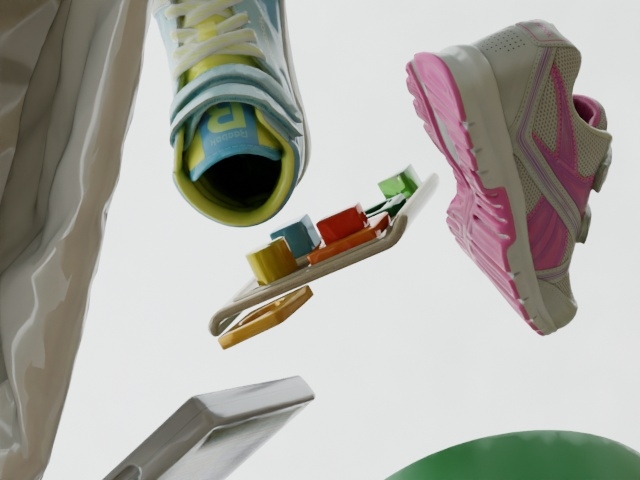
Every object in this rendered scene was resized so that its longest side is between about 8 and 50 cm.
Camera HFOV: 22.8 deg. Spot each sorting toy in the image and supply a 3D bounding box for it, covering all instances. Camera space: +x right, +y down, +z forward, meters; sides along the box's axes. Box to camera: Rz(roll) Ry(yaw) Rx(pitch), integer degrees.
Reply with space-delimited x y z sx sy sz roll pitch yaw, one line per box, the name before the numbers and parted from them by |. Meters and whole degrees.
sorting toy | 0.000 0.000 1.346 0.047 0.196 0.347 60 -161 -6

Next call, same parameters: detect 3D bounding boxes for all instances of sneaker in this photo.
sneaker | -0.082 -0.159 1.300 0.127 0.208 0.319 -17 -73 7
sneaker | 0.144 -0.038 1.037 0.111 0.103 0.252 -29 -45 -8

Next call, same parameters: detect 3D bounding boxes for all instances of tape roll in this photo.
tape roll | 0.163 0.296 1.375 0.321 0.077 0.321 -6 -47 -7

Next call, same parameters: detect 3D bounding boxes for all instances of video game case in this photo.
video game case | -0.104 0.154 0.948 0.193 0.023 0.212 -43 -11 10

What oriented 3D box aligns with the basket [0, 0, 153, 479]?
basket | -0.264 -0.070 0.771 0.328 0.266 0.331 13 -96 -11
